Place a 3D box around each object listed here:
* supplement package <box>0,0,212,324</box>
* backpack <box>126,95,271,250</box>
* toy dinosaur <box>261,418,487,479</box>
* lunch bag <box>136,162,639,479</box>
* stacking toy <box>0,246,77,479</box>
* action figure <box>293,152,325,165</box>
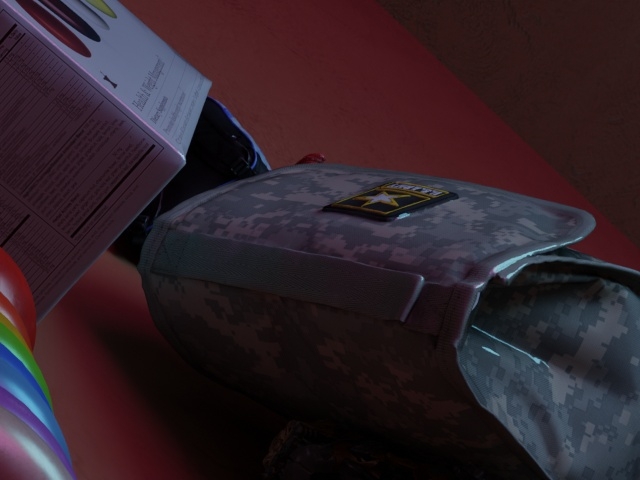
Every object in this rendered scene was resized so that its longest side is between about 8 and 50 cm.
[{"bbox_3d":[-0.185,-0.080,1.056,0.203,0.149,0.194,41,13,-11],"label":"supplement package"},{"bbox_3d":[-0.086,-0.034,1.322,0.114,0.105,0.084,56,-4,49],"label":"backpack"},{"bbox_3d":[0.117,0.202,1.062,0.322,0.164,0.218,16,1,-10],"label":"toy dinosaur"},{"bbox_3d":[0.065,0.052,1.145,0.235,0.169,0.287,12,-12,39],"label":"lunch bag"},{"bbox_3d":[-0.158,0.070,0.739,0.141,0.141,0.330,39,6,-16],"label":"stacking toy"},{"bbox_3d":[0.000,0.000,1.400,0.091,0.139,0.280,40,10,-14],"label":"action figure"}]
